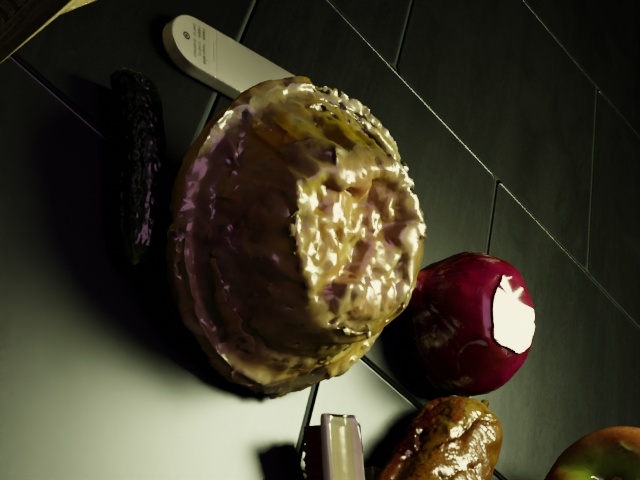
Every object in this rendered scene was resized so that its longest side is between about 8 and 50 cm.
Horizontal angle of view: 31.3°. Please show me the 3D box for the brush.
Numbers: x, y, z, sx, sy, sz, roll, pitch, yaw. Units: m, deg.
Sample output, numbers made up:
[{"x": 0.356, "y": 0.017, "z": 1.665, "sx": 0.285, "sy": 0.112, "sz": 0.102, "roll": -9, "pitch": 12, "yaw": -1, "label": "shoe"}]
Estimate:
[{"x": 0.020, "y": 0.339, "z": 1.162, "sx": 0.060, "sy": 0.050, "sz": 0.321, "roll": 13, "pitch": 66, "yaw": -49, "label": "brush"}]

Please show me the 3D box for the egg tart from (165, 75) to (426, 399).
[{"x": 0.000, "y": 0.000, "z": 1.197, "sx": 0.352, "sy": 0.150, "sz": 0.352, "roll": -3, "pitch": 94, "yaw": -46, "label": "egg tart"}]

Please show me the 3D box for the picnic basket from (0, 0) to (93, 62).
[{"x": -0.229, "y": -0.338, "z": 1.118, "sx": 0.175, "sy": 0.228, "sz": 0.313, "roll": 49, "pitch": 39, "yaw": -15, "label": "picnic basket"}]

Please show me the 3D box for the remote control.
[{"x": -0.090, "y": -0.198, "z": 1.377, "sx": 0.245, "sy": 0.022, "sz": 0.077, "roll": 24, "pitch": 49, "yaw": -40, "label": "remote control"}]

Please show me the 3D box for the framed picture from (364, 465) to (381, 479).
[{"x": 0.131, "y": 0.411, "z": 1.271, "sx": 0.213, "sy": 0.016, "sz": 0.289, "roll": 24, "pitch": 51, "yaw": -42, "label": "framed picture"}]

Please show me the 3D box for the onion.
[{"x": 0.170, "y": 0.083, "z": 1.436, "sx": 0.218, "sy": 0.139, "sz": 0.195, "roll": 37, "pitch": 50, "yaw": -26, "label": "onion"}]

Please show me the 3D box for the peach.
[{"x": 0.385, "y": 0.369, "z": 1.435, "sx": 0.252, "sy": 0.252, "sz": 0.252, "roll": 29, "pitch": 48, "yaw": -38, "label": "peach"}]

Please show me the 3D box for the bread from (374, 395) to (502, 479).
[{"x": 0.148, "y": 0.258, "z": 1.301, "sx": 0.124, "sy": 0.084, "sz": 0.344, "roll": 60, "pitch": 31, "yaw": -7, "label": "bread"}]

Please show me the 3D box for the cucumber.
[{"x": -0.184, "y": -0.073, "z": 1.158, "sx": 0.058, "sy": 0.052, "sz": 0.215, "roll": 8, "pitch": 61, "yaw": -26, "label": "cucumber"}]
